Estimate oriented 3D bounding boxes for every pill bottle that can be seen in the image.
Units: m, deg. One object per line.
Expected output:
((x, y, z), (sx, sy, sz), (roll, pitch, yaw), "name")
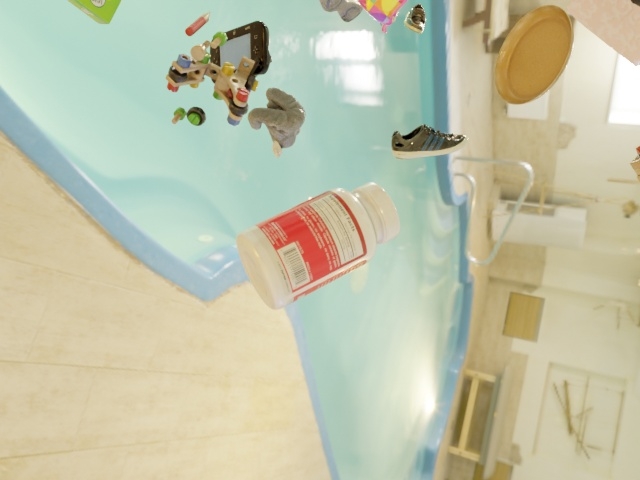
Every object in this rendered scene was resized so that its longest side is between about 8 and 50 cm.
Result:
((0.000, 0.000, 1.549), (0.407, 0.229, 0.229), (-26, 131, -18), "pill bottle")

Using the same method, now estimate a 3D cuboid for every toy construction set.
((-0.304, -0.517, 1.704), (0.237, 0.257, 0.309), (-69, 164, -46), "toy construction set")

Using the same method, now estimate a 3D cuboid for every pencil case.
((0.191, -0.599, 1.310), (0.236, 0.104, 0.104), (-48, 165, 22), "pencil case")

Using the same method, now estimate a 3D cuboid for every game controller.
((-0.272, -0.614, 1.901), (0.067, 0.319, 0.167), (-17, 105, -41), "game controller")

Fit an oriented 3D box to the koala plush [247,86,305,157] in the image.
((-0.148, -0.442, 2.260), (0.196, 0.203, 0.221), (-56, 161, -26), "koala plush")

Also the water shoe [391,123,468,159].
((0.288, -0.267, 1.515), (0.073, 0.203, 0.080), (-100, 179, -66), "water shoe")

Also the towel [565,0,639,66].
((0.944, -0.728, 1.754), (0.053, 0.317, 0.332), (-43, 169, -13), "towel")

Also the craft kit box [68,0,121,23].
((-0.465, -0.598, 1.109), (0.249, 0.060, 0.247), (30, 86, -49), "craft kit box")

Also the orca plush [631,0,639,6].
((0.750, -0.593, 1.217), (0.102, 0.287, 0.151), (-27, 106, -20), "orca plush")

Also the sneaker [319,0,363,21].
((0.051, -0.931, 2.177), (0.129, 0.111, 0.297), (61, 21, 14), "sneaker")

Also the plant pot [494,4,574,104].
((0.511, -0.437, 1.374), (0.032, 0.236, 0.237), (11, 89, -25), "plant pot")

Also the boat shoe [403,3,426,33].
((0.258, -0.602, 1.554), (0.152, 0.056, 0.049), (-87, -157, -53), "boat shoe")

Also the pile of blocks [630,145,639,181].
((0.880, -0.219, 1.376), (0.113, 0.149, 0.362), (54, 4, -8), "pile of blocks")
